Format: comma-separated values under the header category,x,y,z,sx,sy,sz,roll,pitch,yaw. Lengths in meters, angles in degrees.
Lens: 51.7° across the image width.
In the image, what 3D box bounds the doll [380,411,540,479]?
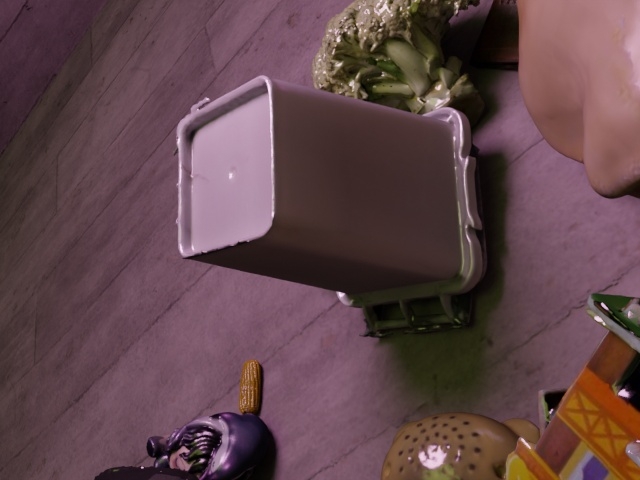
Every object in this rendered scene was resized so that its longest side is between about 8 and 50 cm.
category,x,y,z,sx,sy,sz,roll,pitch,yaw
doll,0.137,0.302,0.678,0.176,0.162,0.261,-12,40,33

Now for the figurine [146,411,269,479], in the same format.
category,x,y,z,sx,sy,sz,roll,pitch,yaw
figurine,-0.172,0.349,1.071,0.222,0.145,0.146,-23,56,45

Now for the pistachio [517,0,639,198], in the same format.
category,x,y,z,sx,sy,sz,roll,pitch,yaw
pistachio,0.340,-0.227,0.645,0.365,0.281,0.446,112,167,-51

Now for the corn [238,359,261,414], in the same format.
category,x,y,z,sx,sy,sz,roll,pitch,yaw
corn,-0.118,0.248,1.114,0.037,0.037,0.092,-23,54,40

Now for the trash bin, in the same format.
category,x,y,z,sx,sy,sz,roll,pitch,yaw
trash bin,0.020,-0.033,0.826,0.255,0.367,0.296,-12,75,44

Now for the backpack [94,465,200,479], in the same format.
category,x,y,z,sx,sy,sz,roll,pitch,yaw
backpack,-0.326,0.499,0.972,0.445,0.363,0.255,-40,78,31

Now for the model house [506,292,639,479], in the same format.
category,x,y,z,sx,sy,sz,roll,pitch,yaw
model house,0.331,0.259,0.516,0.358,0.242,0.313,46,123,47

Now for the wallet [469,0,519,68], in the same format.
category,x,y,z,sx,sy,sz,roll,pitch,yaw
wallet,0.310,-0.363,0.935,0.137,0.031,0.256,20,88,51

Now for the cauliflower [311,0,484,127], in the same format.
category,x,y,z,sx,sy,sz,roll,pitch,yaw
cauliflower,0.123,-0.247,0.965,0.272,0.275,0.250,-41,77,4
